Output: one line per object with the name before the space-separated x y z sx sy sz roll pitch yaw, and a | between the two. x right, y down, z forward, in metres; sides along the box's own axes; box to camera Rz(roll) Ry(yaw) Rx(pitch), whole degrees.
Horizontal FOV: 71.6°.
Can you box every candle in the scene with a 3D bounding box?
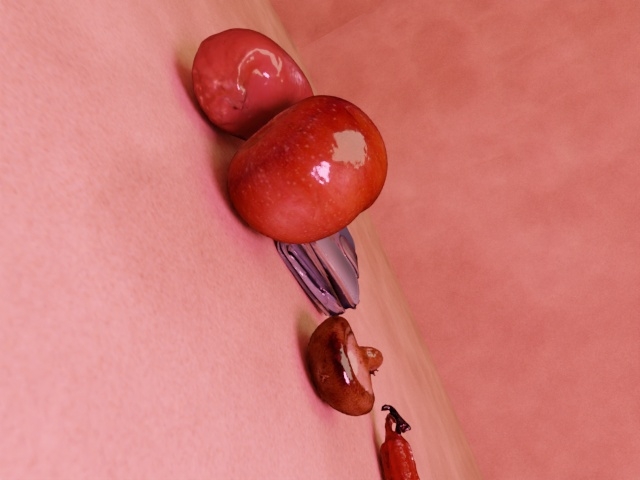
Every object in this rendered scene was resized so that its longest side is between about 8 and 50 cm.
candle | 0.126 0.371 0.615 0.302 0.059 0.084 -98 172 -48

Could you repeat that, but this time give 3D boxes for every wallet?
wallet | 0.000 0.000 0.758 0.176 0.075 0.250 57 15 -21

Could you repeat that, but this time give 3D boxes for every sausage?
sausage | -0.088 -0.212 0.641 0.148 0.148 0.254 68 11 11

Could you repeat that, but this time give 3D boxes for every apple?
apple | -0.012 -0.082 0.557 0.162 0.201 0.201 49 17 -21

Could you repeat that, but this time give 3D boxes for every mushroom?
mushroom | 0.032 0.155 0.559 0.127 0.087 0.127 63 8 -16
